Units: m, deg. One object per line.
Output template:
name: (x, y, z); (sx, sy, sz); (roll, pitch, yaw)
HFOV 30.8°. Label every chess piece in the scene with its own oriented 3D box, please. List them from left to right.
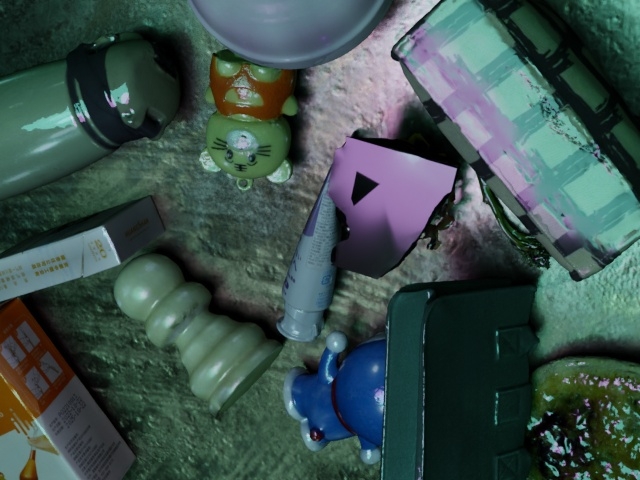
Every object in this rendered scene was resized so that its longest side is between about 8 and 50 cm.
chess piece: (-0.193, 0.120, 1.689); (0.251, 0.144, 0.144); (43, 117, 7)

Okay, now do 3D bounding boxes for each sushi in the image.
sushi: (0.101, -0.054, 1.507); (0.153, 0.150, 0.172); (17, 113, 13)

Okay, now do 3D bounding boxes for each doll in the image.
doll: (0.070, 0.218, 1.630); (0.257, 0.161, 0.215); (-14, 117, 40)

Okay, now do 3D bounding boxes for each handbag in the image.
handbag: (0.183, 0.216, 1.501); (0.089, 0.239, 0.326); (4, 95, 48)
handbag: (0.259, -0.156, 1.318); (0.162, 0.327, 0.325); (-39, 93, 25)

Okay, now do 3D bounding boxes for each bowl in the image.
bowl: (-0.047, -0.360, 1.409); (0.287, 0.144, 0.286); (0, 90, 10)

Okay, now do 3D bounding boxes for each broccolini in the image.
broccolini: (0.238, -0.040, 1.527); (0.194, 0.054, 0.052); (51, 136, -1)

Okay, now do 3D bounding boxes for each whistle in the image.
whistle: (-0.091, -0.200, 1.552); (0.131, 0.106, 0.288); (10, 112, 10)

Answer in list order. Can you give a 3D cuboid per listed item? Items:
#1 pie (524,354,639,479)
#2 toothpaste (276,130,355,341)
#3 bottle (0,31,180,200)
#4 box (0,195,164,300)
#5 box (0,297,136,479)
pie: (0.387, 0.292, 1.556); (0.323, 0.070, 0.323); (11, 113, 26)
toothpaste: (0.000, 0.000, 1.597); (0.073, 0.114, 0.299); (17, 118, 7)
bottle: (-0.359, -0.176, 1.631); (0.347, 0.168, 0.168); (-18, 102, 20)
box: (-0.362, 0.012, 1.701); (0.233, 0.149, 0.067); (-17, 105, 24)
box: (-0.488, 0.285, 1.826); (0.225, 0.143, 0.341); (-27, 105, 25)
